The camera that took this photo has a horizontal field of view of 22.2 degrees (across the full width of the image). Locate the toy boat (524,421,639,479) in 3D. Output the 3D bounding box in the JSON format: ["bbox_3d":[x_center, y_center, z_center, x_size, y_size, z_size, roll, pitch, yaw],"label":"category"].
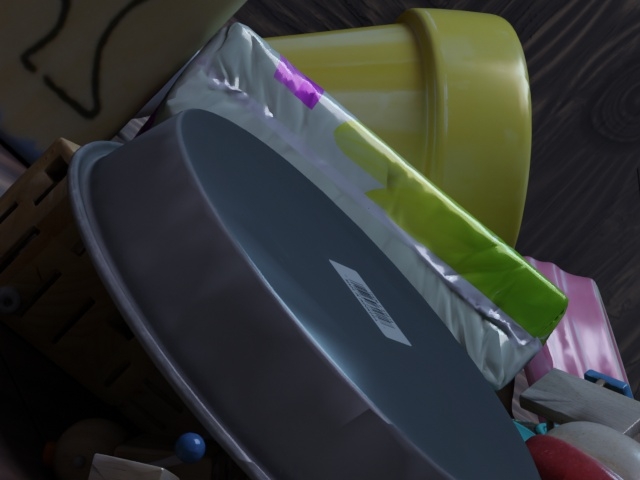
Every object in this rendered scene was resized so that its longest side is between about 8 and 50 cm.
[{"bbox_3d":[0.132,0.212,0.926,0.151,0.151,0.231,41,-36,20],"label":"toy boat"}]

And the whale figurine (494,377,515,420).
[{"bbox_3d":[0.108,0.100,1.562,0.216,0.141,0.272,24,46,-58],"label":"whale figurine"}]

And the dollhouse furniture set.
[{"bbox_3d":[0.220,0.162,1.032,0.129,0.129,0.184,21,-49,40],"label":"dollhouse furniture set"}]

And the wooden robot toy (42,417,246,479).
[{"bbox_3d":[-0.082,0.106,0.677,0.079,0.076,0.173,11,2,10],"label":"wooden robot toy"}]

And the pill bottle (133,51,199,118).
[{"bbox_3d":[-0.185,-0.200,1.477,0.121,0.121,0.216,42,8,-28],"label":"pill bottle"}]

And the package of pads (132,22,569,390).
[{"bbox_3d":[0.000,0.000,1.151,0.296,0.101,0.229,40,-19,-6],"label":"package of pads"}]

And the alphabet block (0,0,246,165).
[{"bbox_3d":[-0.179,-0.185,1.129,0.192,0.197,0.193,43,7,-19],"label":"alphabet block"}]

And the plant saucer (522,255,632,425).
[{"bbox_3d":[0.263,0.168,1.582,0.332,0.084,0.332,-17,90,-79],"label":"plant saucer"}]

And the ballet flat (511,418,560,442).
[{"bbox_3d":[0.141,0.187,1.160,0.348,0.123,0.123,24,21,-53],"label":"ballet flat"}]

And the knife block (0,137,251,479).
[{"bbox_3d":[-0.080,0.029,0.931,0.275,0.088,0.242,42,7,-23],"label":"knife block"}]

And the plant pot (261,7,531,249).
[{"bbox_3d":[0.025,-0.074,1.377,0.239,0.254,0.254,4,19,-11],"label":"plant pot"}]

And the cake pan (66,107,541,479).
[{"bbox_3d":[0.004,0.047,0.774,0.293,0.054,0.293,46,12,-12],"label":"cake pan"}]
